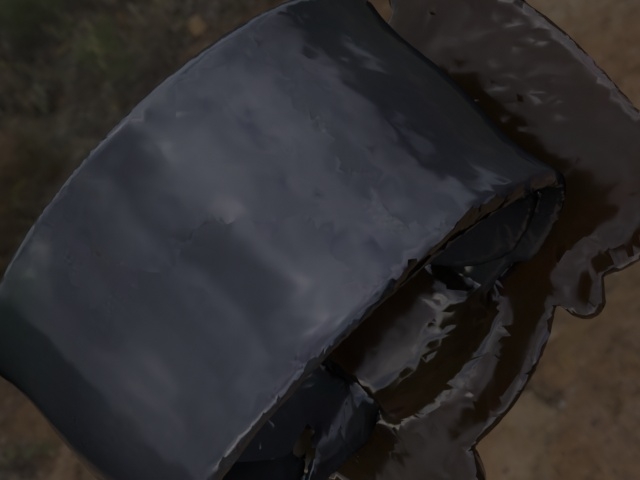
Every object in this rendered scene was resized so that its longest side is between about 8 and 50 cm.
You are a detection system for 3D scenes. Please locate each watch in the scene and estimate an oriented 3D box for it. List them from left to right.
[{"bbox_3d":[0.000,0.000,0.948,0.314,0.327,0.335,45,101,13],"label":"watch"}]

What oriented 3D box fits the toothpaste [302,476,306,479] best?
[{"bbox_3d":[-0.032,0.224,1.618,0.266,0.065,0.050,-66,32,14],"label":"toothpaste"}]
